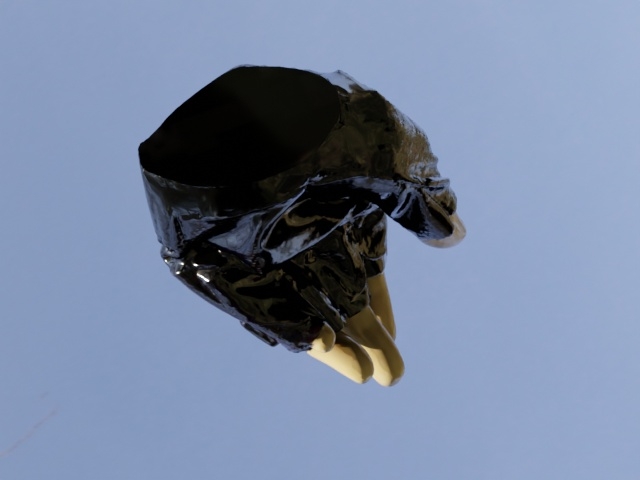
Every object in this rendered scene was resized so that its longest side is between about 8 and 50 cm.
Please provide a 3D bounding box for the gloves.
[{"bbox_3d":[0.000,0.000,0.880,0.164,0.203,0.124,-25,-126,-7],"label":"gloves"}]
